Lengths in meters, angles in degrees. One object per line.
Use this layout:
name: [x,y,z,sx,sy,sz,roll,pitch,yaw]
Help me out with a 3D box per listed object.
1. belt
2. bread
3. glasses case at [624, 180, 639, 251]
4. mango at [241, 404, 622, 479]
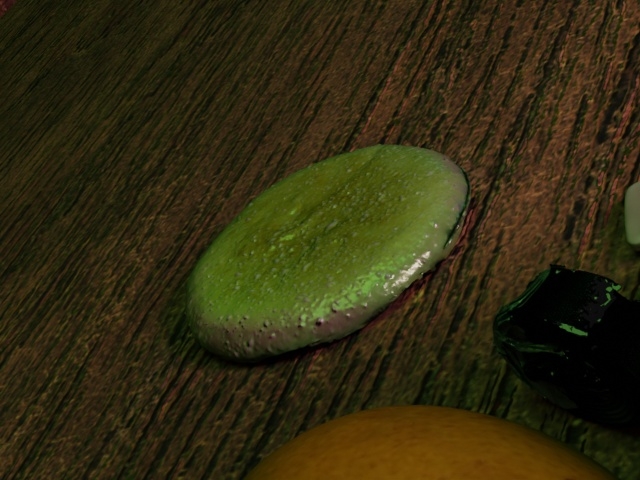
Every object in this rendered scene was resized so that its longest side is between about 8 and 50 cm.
belt: [0.172,0.071,0.888,0.058,0.105,0.140,-43,19,-19]
bread: [0.002,0.002,1.246,0.301,0.045,0.301,-24,29,15]
glasses case: [0.254,-0.021,1.041,0.032,0.021,0.083,-19,30,23]
mango: [0.085,0.220,0.617,0.378,0.221,0.264,17,52,46]
